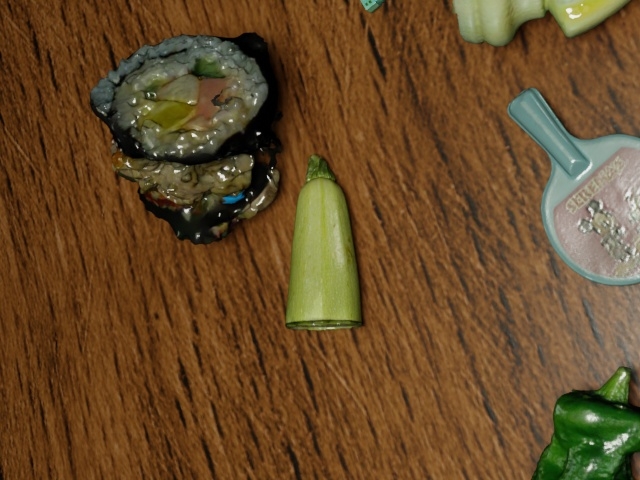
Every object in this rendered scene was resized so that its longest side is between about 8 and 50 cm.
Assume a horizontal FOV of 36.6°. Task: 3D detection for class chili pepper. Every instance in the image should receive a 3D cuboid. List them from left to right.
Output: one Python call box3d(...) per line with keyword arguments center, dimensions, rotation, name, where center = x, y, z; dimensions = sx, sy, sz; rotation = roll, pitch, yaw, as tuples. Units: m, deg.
box3d(center=(0.267, 0.255, 0.969), dimensions=(0.136, 0.099, 0.271), rotation=(21, 103, 55), name="chili pepper")

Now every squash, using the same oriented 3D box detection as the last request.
box3d(center=(0.000, 0.000, 1.164), dimensions=(0.094, 0.094, 0.224), rotation=(-12, 72, 29), name="squash")

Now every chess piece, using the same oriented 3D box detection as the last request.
box3d(center=(0.292, -0.287, 0.989), dimensions=(0.298, 0.176, 0.176), rotation=(1, 86, 18), name="chess piece")

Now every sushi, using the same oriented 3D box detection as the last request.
box3d(center=(-0.151, -0.123, 1.203), dimensions=(0.225, 0.219, 0.238), rotation=(-18, 43, -6), name="sushi")

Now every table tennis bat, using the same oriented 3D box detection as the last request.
box3d(center=(0.285, -0.064, 1.024), dimensions=(0.153, 0.040, 0.244), rotation=(-43, 71, 21), name="table tennis bat")

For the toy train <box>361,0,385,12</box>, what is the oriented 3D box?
box3d(center=(0.081, -0.317, 1.169), dimensions=(0.092, 0.029, 0.045), rotation=(-34, 77, 22), name="toy train")
